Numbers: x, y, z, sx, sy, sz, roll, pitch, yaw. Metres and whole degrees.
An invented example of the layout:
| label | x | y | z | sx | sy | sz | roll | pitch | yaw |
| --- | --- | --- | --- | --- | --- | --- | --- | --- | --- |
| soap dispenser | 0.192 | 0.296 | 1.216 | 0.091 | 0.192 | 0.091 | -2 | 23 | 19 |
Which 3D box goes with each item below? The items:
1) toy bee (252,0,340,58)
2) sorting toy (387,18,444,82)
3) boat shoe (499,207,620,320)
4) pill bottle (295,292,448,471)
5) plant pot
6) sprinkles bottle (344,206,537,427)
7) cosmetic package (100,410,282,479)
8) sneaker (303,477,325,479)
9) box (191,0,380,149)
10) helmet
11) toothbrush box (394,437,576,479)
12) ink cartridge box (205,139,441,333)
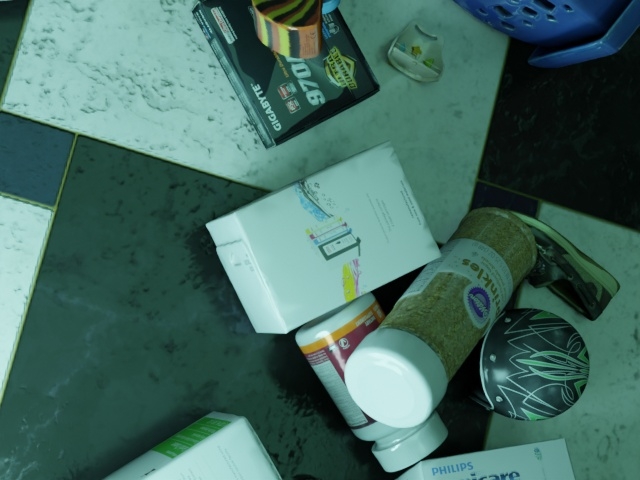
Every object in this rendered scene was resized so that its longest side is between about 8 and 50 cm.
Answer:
| label | x | y | z | sx | sy | sz | roll | pitch | yaw |
| --- | --- | --- | --- | --- | --- | --- | --- | --- | --- |
| toy bee | -0.049 | -0.347 | 1.768 | 0.162 | 0.298 | 0.195 | 6 | 119 | 11 |
| sorting toy | 0.138 | -0.269 | 1.915 | 0.083 | 0.045 | 0.075 | 30 | 71 | -12 |
| boat shoe | 0.322 | 0.036 | 1.924 | 0.224 | 0.080 | 0.073 | 33 | 72 | -16 |
| pill bottle | 0.071 | 0.187 | 1.815 | 0.121 | 0.121 | 0.221 | -34 | 95 | -16 |
| plant pot | 0.348 | -0.378 | 1.890 | 0.212 | 0.236 | 0.236 | 44 | 75 | -15 |
| sprinkles bottle | 0.162 | 0.091 | 1.771 | 0.121 | 0.121 | 0.355 | 50 | 44 | -7 |
| cosmetic package | -0.229 | 0.369 | 1.673 | 0.366 | 0.197 | 0.155 | -30 | 94 | -18 |
| sneaker | 0.034 | 0.379 | 1.821 | 0.161 | 0.057 | 0.075 | 35 | 71 | -14 |
| box | -0.046 | -0.258 | 1.851 | 0.175 | 0.051 | 0.220 | -29 | 94 | -17 |
| helmet | 0.281 | 0.168 | 1.857 | 0.169 | 0.161 | 0.169 | 1 | 85 | -17 |
| toothbrush box | 0.243 | 0.428 | 1.806 | 0.216 | 0.126 | 0.295 | -7 | 72 | -17 |
| ink cartridge box | 0.000 | 0.000 | 1.782 | 0.233 | 0.171 | 0.168 | -25 | 93 | -16 |
